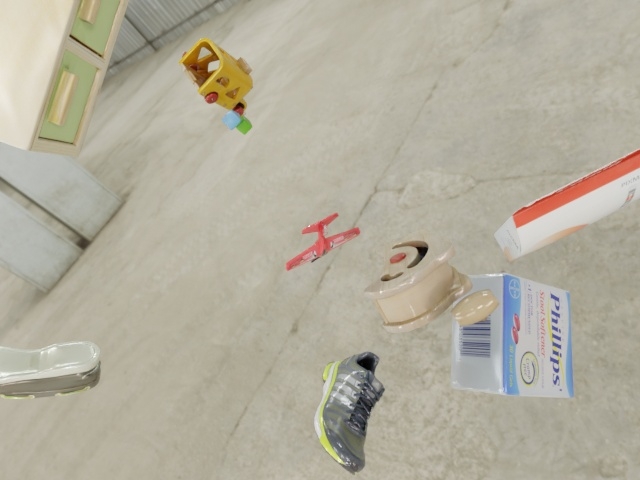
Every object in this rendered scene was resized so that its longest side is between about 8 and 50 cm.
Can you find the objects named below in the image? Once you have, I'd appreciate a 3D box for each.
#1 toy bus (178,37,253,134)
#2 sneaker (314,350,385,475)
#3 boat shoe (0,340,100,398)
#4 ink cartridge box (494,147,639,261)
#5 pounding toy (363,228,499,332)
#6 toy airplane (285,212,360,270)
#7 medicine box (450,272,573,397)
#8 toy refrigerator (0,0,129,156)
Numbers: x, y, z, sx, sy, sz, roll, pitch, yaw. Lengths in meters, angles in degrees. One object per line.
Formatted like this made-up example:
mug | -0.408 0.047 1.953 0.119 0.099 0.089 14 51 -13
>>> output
toy bus | -0.197 -0.344 0.983 0.104 0.191 0.202 -39 30 16
sneaker | 0.067 0.328 0.934 0.121 0.111 0.300 -40 18 19
boat shoe | -0.609 0.272 0.926 0.109 0.305 0.091 -120 34 -55
ink cartridge box | 0.259 -0.035 0.452 0.145 0.179 0.045 -27 80 8
pounding toy | 0.165 0.095 0.742 0.154 0.154 0.269 -29 12 2
toy airplane | 0.000 0.000 0.781 0.151 0.151 0.028 -35 71 11
medicine box | 0.464 0.233 1.108 0.149 0.289 0.263 -14 67 54
toy refrigerator | -0.249 -0.222 0.439 0.102 0.094 0.269 -119 50 -83
